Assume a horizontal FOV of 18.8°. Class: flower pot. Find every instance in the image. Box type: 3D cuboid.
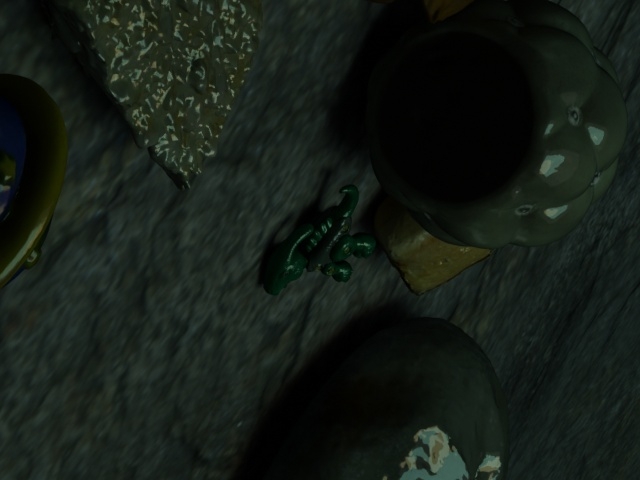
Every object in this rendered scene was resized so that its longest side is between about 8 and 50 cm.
[{"bbox_3d":[0.164,-0.108,1.787,0.195,0.246,0.246,1,119,-60],"label":"flower pot"}]

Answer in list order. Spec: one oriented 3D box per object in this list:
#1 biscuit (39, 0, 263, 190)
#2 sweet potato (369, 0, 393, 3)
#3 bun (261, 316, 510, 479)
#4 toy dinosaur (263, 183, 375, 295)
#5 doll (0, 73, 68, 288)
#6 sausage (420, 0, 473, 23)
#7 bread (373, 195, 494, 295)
[{"bbox_3d":[-0.112,-0.164,1.425,0.179,0.084,0.281,-53,157,-16],"label":"biscuit"},{"bbox_3d":[0.026,-0.266,1.530,0.341,0.092,0.114,74,38,-59],"label":"sweet potato"},{"bbox_3d":[0.080,0.261,2.101,0.362,0.211,0.362,-43,152,-30],"label":"bun"},{"bbox_3d":[0.000,0.000,1.842,0.096,0.059,0.132,1,128,-54],"label":"toy dinosaur"},{"bbox_3d":[-0.287,-0.010,1.213,0.311,0.159,0.242,-49,155,-6],"label":"doll"},{"bbox_3d":[0.175,-0.349,1.667,0.354,0.116,0.134,-54,169,3],"label":"sausage"},{"bbox_3d":[0.110,-0.013,1.967,0.106,0.082,0.125,-27,146,6],"label":"bread"}]
